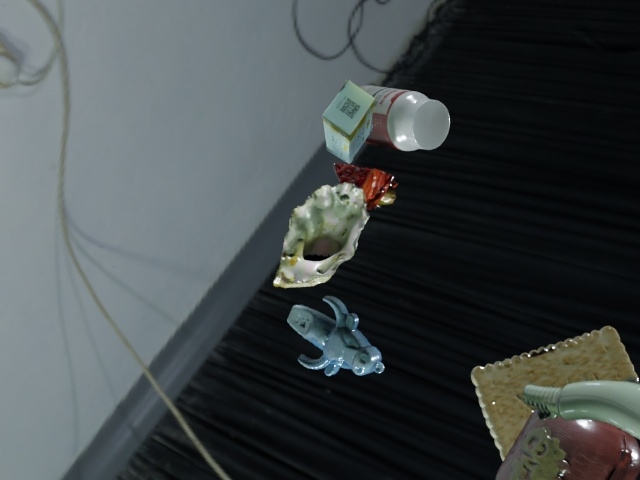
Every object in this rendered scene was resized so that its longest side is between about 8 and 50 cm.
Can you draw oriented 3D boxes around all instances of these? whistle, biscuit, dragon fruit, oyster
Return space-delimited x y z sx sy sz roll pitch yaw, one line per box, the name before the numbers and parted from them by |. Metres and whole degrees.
whistle | 0.035 0.231 2.088 0.093 0.269 0.180 -11 125 -62
biscuit | 0.490 0.316 1.851 0.324 0.217 0.044 -18 160 -1
dragon fruit | 0.099 -0.109 1.994 0.192 0.122 0.092 8 94 -67
oyster | 0.009 -0.001 1.530 0.072 0.132 0.209 18 91 -73

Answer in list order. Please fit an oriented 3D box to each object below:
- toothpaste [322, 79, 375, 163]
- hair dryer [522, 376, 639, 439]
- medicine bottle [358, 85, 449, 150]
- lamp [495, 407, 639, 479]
toothpaste | 0.052 -0.219 1.713 0.089 0.071 0.313 -56 177 -2
hair dryer | 0.268 0.074 0.575 0.088 0.225 0.219 34 91 -42
medicine bottle | 0.163 -0.270 2.001 0.131 0.250 0.131 -10 108 -33
lamp | 0.354 0.339 1.294 0.180 0.180 0.258 18 101 -50
